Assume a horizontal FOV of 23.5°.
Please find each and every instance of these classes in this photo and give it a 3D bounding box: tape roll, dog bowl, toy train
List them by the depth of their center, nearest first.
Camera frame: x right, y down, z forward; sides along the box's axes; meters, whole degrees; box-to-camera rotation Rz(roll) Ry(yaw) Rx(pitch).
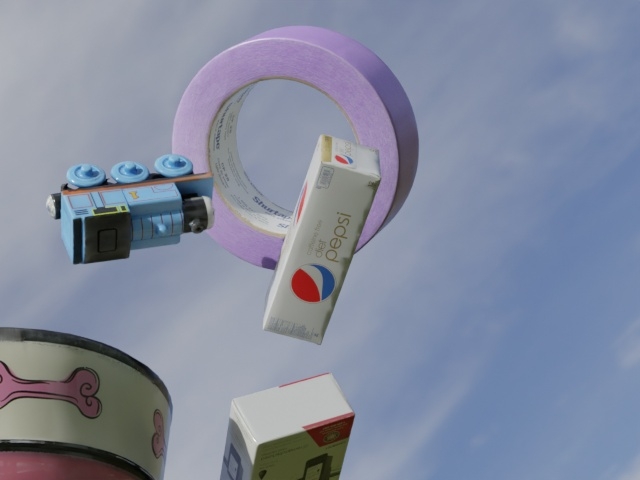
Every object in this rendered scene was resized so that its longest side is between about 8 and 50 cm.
[{"bbox_3d":[-0.332,0.243,1.442,0.408,0.150,0.408,-9,-31,-6],"label":"dog bowl"},{"bbox_3d":[-0.197,-0.034,1.647,0.184,0.105,0.080,-7,-51,-20],"label":"toy train"},{"bbox_3d":[-0.029,-0.105,1.777,0.275,0.275,0.090,-56,-5,25],"label":"tape roll"}]

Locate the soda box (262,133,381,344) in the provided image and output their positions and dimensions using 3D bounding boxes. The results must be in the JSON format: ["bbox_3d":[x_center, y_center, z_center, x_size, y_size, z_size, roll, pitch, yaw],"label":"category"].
[{"bbox_3d":[0.000,0.000,1.650,0.069,0.074,0.216,16,-63,-8],"label":"soda box"}]

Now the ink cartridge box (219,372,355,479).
[{"bbox_3d":[-0.035,0.212,1.518,0.109,0.063,0.150,-14,-42,-24],"label":"ink cartridge box"}]
